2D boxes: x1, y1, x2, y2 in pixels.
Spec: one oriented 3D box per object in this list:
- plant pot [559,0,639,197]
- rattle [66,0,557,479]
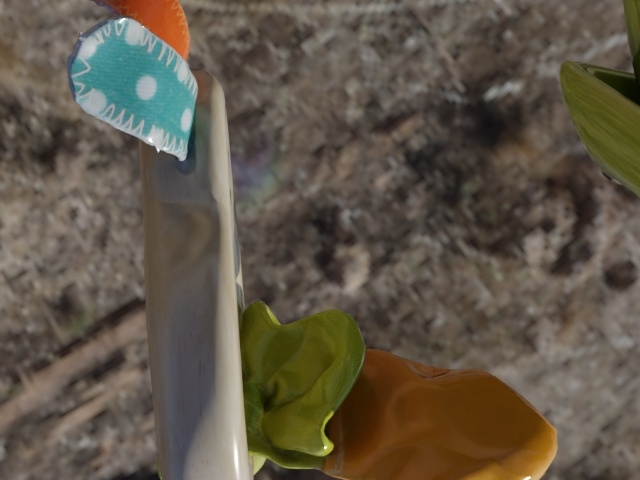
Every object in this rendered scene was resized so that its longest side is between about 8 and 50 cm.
[{"bbox_3d":[0.237,-0.078,0.680,0.228,0.227,0.207,9,111,-31],"label":"plant pot"},{"bbox_3d":[0.000,0.000,0.575,0.130,0.142,0.200,-58,150,-63],"label":"rattle"}]
